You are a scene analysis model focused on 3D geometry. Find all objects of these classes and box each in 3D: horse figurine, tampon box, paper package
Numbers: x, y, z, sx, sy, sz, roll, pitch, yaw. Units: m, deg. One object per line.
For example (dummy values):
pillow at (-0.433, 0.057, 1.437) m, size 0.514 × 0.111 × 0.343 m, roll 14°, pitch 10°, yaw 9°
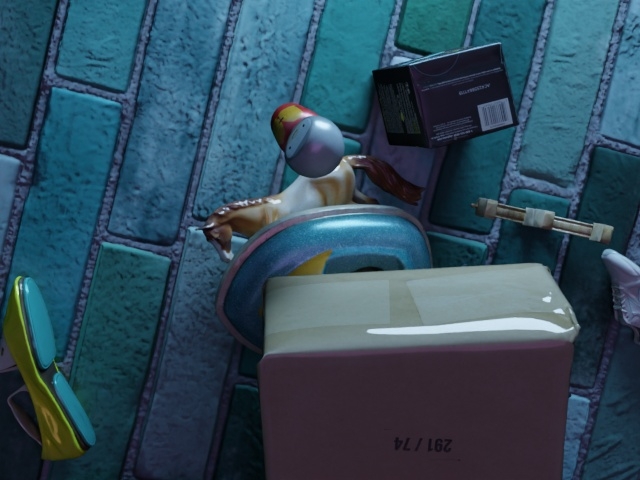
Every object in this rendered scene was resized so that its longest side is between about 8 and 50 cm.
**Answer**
horse figurine at (-0.005, -0.026, 1.460) m, size 0.263 × 0.066 × 0.174 m, roll -35°, pitch 108°, yaw -6°
tampon box at (0.148, -0.175, 1.431) m, size 0.120 × 0.161 × 0.101 m, roll -16°, pitch 99°, yaw -10°
paper package at (0.100, 0.196, 1.290) m, size 0.325 × 0.168 × 0.309 m, roll -3°, pitch 117°, yaw 0°

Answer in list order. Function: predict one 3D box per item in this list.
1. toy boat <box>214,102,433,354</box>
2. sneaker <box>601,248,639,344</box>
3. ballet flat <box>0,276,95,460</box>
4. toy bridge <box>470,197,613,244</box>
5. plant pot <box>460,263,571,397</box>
toy boat at (0.000, 0.000, 1.353) m, size 0.267 × 0.148 × 0.318 m, roll -15°, pitch 114°, yaw -11°
sneaker at (0.416, 0.079, 1.578) m, size 0.061 × 0.054 × 0.152 m, roll -38°, pitch 103°, yaw -4°
ballet flat at (-0.341, 0.159, 1.397) m, size 0.077 × 0.077 × 0.231 m, roll -18°, pitch 102°, yaw 6°
toy bridge at (0.281, -0.028, 1.528) m, size 0.188 × 0.063 × 0.026 m, roll 12°, pitch 93°, yaw -16°
plant pot at (0.151, 0.176, 1.472) m, size 0.234 × 0.165 × 0.166 m, roll -36°, pitch 103°, yaw 1°
